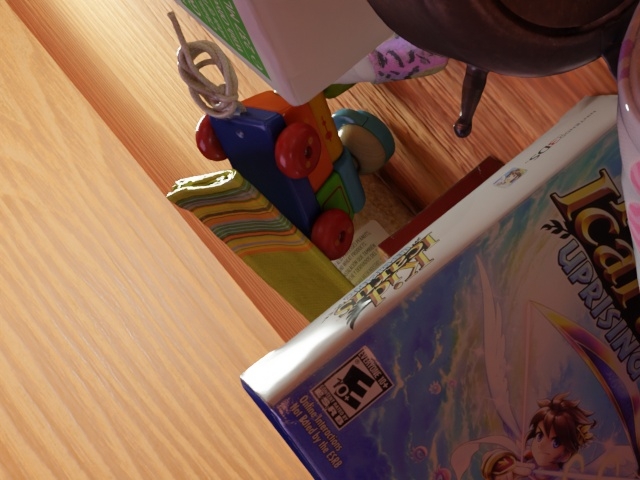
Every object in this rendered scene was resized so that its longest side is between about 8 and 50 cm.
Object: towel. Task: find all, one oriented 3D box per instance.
[{"bbox_3d":[-0.017,0.030,0.841,0.237,0.021,0.102,45,155,-24],"label":"towel"}]

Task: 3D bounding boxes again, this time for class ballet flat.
[{"bbox_3d":[-0.001,-0.154,0.722,0.221,0.079,0.077,42,163,42],"label":"ballet flat"}]

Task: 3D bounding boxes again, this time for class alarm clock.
[{"bbox_3d":[0.067,-0.139,0.352,0.064,0.129,0.192,33,152,59],"label":"alarm clock"}]

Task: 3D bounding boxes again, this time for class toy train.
[{"bbox_3d":[-0.022,-0.111,0.815,0.105,0.143,0.248,14,141,37],"label":"toy train"}]

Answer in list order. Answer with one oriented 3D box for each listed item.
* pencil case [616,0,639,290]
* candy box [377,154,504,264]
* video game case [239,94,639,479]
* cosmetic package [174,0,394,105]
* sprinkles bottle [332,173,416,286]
[{"bbox_3d":[0.188,0.015,0.395,0.124,0.114,0.273,3,143,24],"label":"pencil case"},{"bbox_3d":[0.117,0.037,0.778,0.053,0.109,0.187,43,166,39],"label":"candy box"},{"bbox_3d":[0.134,0.102,0.551,0.270,0.244,0.061,55,168,-17],"label":"video game case"},{"bbox_3d":[-0.086,-0.259,0.532,0.365,0.155,0.197,43,169,36],"label":"cosmetic package"},{"bbox_3d":[0.071,0.040,0.950,0.355,0.121,0.121,48,169,20],"label":"sprinkles bottle"}]
